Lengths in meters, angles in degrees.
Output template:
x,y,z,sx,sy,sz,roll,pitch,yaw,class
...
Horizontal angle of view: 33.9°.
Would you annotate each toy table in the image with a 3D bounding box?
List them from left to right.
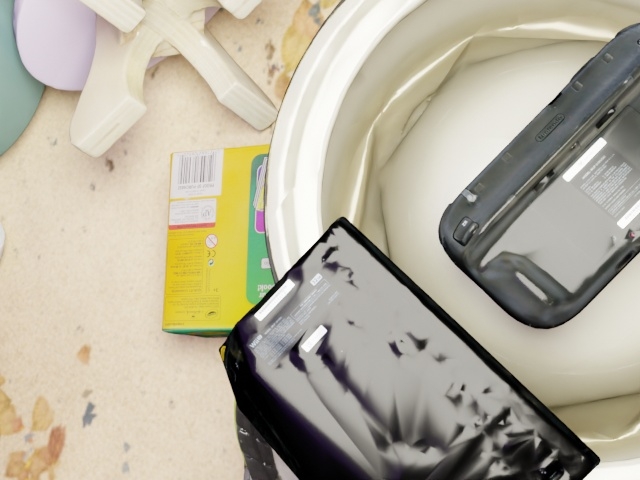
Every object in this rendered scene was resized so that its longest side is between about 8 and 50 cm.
x,y,z,sx,sy,sz,roll,pitch,yaw,class
-0.149,-0.205,0.954,0.274,0.252,0.161,-49,47,23,toy table

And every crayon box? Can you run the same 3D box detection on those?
x,y,z,sx,sy,sz,roll,pitch,yaw,class
0.000,0.000,0.914,0.278,0.081,0.165,-3,80,25,crayon box

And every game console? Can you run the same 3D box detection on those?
x,y,z,sx,sy,sz,roll,pitch,yaw,class
0.123,0.026,0.642,0.213,0.044,0.361,44,88,9,game console

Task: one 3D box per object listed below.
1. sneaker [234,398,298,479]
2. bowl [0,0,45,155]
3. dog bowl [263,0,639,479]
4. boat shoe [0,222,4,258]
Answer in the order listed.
x,y,z,sx,sy,sz,roll,pitch,yaw,class
-0.017,0.216,0.875,0.111,0.121,0.300,4,100,0,sneaker
-0.408,-0.190,1.098,0.311,0.163,0.311,-6,75,24,bowl
0.172,-0.018,0.739,0.408,0.150,0.408,-1,81,7,dog bowl
-0.470,-0.020,1.143,0.301,0.108,0.102,23,123,16,boat shoe
